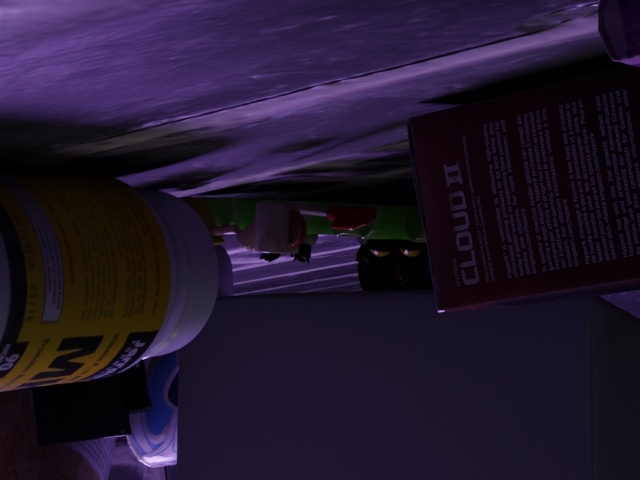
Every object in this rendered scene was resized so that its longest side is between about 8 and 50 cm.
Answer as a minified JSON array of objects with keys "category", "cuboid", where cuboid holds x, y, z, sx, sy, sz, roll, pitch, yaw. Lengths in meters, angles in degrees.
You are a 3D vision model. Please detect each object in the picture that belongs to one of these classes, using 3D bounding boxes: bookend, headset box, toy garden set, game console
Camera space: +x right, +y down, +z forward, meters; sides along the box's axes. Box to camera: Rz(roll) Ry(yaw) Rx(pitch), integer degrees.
[{"category":"bookend","cuboid":[-0.157,0.068,1.340,0.072,0.157,0.156,-9,175,17]},{"category":"headset box","cuboid":[0.206,-0.036,0.927,0.293,0.110,0.218,-12,175,40]},{"category":"toy garden set","cuboid":[0.000,0.000,1.130,0.204,0.049,0.244,1,-178,-42]},{"category":"game console","cuboid":[0.128,-0.015,1.298,0.085,0.124,0.144,19,-174,21]}]

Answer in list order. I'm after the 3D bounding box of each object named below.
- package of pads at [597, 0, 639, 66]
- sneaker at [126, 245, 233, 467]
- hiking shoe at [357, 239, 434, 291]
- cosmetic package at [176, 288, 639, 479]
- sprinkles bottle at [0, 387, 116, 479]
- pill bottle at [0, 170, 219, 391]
[{"category":"package of pads","cuboid":[0.145,-0.084,0.692,0.050,0.032,0.083,-12,175,28]},{"category":"sneaker","cuboid":[-0.100,0.089,1.492,0.086,0.237,0.085,-20,128,28]},{"category":"hiking shoe","cuboid":[0.183,0.020,1.585,0.304,0.113,0.132,-8,170,-3]},{"category":"cosmetic package","cuboid":[0.108,0.224,1.437,0.329,0.327,0.394,-2,171,21]},{"category":"sprinkles bottle","cuboid":[-0.220,0.161,1.390,0.121,0.121,0.355,-9,-143,10]},{"category":"pill bottle","cuboid":[-0.153,0.020,0.961,0.119,0.119,0.208,-11,176,32]}]
